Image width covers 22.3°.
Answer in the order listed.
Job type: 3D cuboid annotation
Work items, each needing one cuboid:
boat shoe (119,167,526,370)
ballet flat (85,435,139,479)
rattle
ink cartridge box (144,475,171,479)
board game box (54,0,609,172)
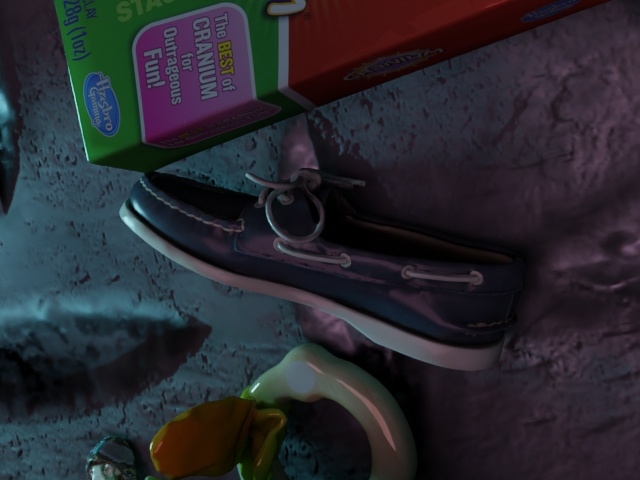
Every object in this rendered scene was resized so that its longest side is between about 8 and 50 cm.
[{"bbox_3d":[0.000,0.000,0.990,0.254,0.095,0.079,22,113,16],"label":"boat shoe"},{"bbox_3d":[-0.138,0.195,1.133,0.041,0.041,0.114,-15,97,27],"label":"ballet flat"},{"bbox_3d":[0.011,0.166,1.009,0.130,0.143,0.199,-39,80,10],"label":"rattle"},{"bbox_3d":[-0.013,0.269,1.022,0.189,0.097,0.255,8,144,20],"label":"ink cartridge box"},{"bbox_3d":[-0.015,-0.200,0.927,0.317,0.064,0.242,-19,79,27],"label":"board game box"}]
